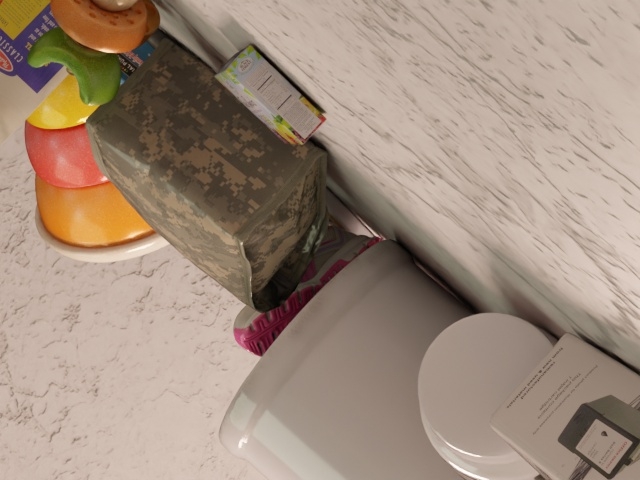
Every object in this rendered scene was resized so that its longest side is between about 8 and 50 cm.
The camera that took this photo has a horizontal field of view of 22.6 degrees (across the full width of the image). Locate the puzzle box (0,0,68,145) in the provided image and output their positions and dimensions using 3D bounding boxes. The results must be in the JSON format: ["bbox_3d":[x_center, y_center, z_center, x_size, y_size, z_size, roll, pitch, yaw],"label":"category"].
[{"bbox_3d":[-0.474,-0.336,1.998,0.409,0.272,0.052,45,176,-20],"label":"puzzle box"}]

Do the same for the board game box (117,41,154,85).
[{"bbox_3d":[-0.180,-0.173,2.272,0.254,0.079,0.336,40,176,38],"label":"board game box"}]

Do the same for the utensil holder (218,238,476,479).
[{"bbox_3d":[0.125,0.244,1.901,0.385,0.327,0.327,41,176,13],"label":"utensil holder"}]

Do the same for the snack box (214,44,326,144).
[{"bbox_3d":[-0.050,-0.138,1.531,0.100,0.037,0.141,45,177,-8],"label":"snack box"}]

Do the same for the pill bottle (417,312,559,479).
[{"bbox_3d":[0.187,0.168,1.589,0.161,0.161,0.283,42,176,21],"label":"pill bottle"}]

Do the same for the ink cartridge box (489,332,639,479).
[{"bbox_3d":[0.290,0.213,1.323,0.198,0.115,0.273,44,177,-24],"label":"ink cartridge box"}]

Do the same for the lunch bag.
[{"bbox_3d":[-0.120,-0.058,1.840,0.235,0.169,0.287,37,161,15],"label":"lunch bag"}]

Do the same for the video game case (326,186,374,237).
[{"bbox_3d":[0.000,0.000,2.191,0.206,0.026,0.227,2,145,48],"label":"video game case"}]

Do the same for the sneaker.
[{"bbox_3d":[-0.032,0.061,2.029,0.111,0.252,0.103,24,130,31],"label":"sneaker"}]

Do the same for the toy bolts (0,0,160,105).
[{"bbox_3d":[-0.262,-0.293,1.695,0.228,0.158,0.218,33,-143,1],"label":"toy bolts"}]

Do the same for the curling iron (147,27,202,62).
[{"bbox_3d":[-0.155,-0.203,1.965,0.274,0.035,0.068,40,176,32],"label":"curling iron"}]

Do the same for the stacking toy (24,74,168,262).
[{"bbox_3d":[-0.367,-0.236,2.570,0.350,0.351,0.480,39,156,48],"label":"stacking toy"}]
